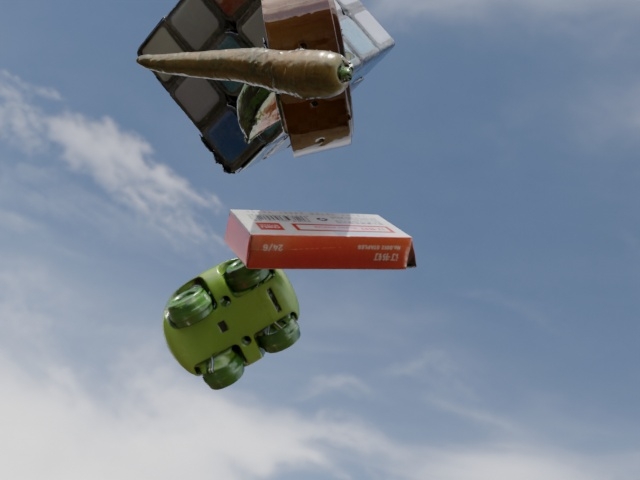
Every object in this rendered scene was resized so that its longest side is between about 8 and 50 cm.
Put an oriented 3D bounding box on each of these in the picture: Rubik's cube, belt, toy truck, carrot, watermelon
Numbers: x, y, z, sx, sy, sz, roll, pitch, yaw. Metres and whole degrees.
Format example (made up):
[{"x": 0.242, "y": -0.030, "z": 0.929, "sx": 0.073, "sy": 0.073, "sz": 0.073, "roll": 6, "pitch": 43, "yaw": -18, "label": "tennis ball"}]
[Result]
[{"x": -0.105, "y": -0.406, "z": 1.835, "sx": 0.362, "sy": 0.363, "sz": 0.359, "roll": 49, "pitch": -56, "yaw": 3, "label": "Rubik's cube"}, {"x": -0.015, "y": -0.227, "z": 1.148, "sx": 0.105, "sy": 0.184, "sz": 0.261, "roll": -12, "pitch": -37, "yaw": 1, "label": "belt"}, {"x": -0.125, "y": 0.096, "z": 1.226, "sx": 0.187, "sy": 0.210, "sz": 0.148, "roll": -25, "pitch": -77, "yaw": 5, "label": "toy truck"}, {"x": -0.082, "y": -0.173, "z": 0.856, "sx": 0.254, "sy": 0.049, "sz": 0.049, "roll": 10, "pitch": -36, "yaw": 25, "label": "carrot"}, {"x": -0.050, "y": -0.267, "z": 1.451, "sx": 0.063, "sy": 0.245, "sz": 0.119, "roll": 43, "pitch": -9, "yaw": 34, "label": "watermelon"}]

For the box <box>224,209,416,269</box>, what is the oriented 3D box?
[{"x": 0.000, "y": 0.000, "z": 1.112, "sx": 0.229, "sy": 0.050, "sz": 0.123, "roll": 1, "pitch": 17, "yaw": -20, "label": "box"}]
